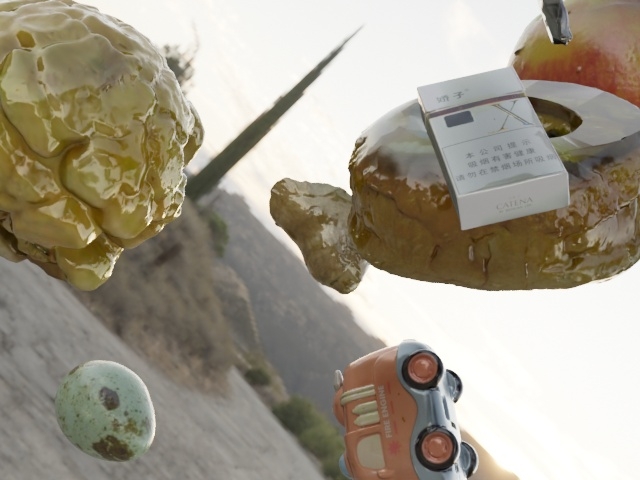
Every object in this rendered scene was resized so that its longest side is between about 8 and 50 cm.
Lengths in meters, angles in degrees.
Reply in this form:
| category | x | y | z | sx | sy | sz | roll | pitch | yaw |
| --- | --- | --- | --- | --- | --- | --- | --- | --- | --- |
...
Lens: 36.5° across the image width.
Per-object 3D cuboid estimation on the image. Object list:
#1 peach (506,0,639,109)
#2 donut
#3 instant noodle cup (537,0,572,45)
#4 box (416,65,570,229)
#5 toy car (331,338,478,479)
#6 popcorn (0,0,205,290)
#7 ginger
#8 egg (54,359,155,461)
| category | x | y | z | sx | sy | sz | roll | pitch | yaw |
| --- | --- | --- | --- | --- | --- | --- | --- | --- | --- |
| peach | 0.460 | -0.213 | 1.555 | 0.370 | 0.370 | 0.370 | 44 | -9 | 9 |
| donut | 0.189 | -0.068 | 1.000 | 0.330 | 0.330 | 0.160 | 37 | -36 | 42 |
| instant noodle cup | 0.181 | -0.287 | 0.567 | 0.258 | 0.181 | 0.303 | -66 | 138 | -69 |
| box | 0.133 | -0.077 | 0.766 | 0.154 | 0.083 | 0.040 | -101 | 175 | -48 |
| toy car | 0.127 | 0.303 | 1.579 | 0.180 | 0.212 | 0.271 | 45 | 33 | -63 |
| popcorn | -0.340 | -0.155 | 1.261 | 0.390 | 0.344 | 0.354 | 49 | -30 | -5 |
| ginger | -0.003 | -0.003 | 1.443 | 0.193 | 0.123 | 0.115 | 30 | -48 | -13 |
| egg | -0.391 | 0.317 | 1.789 | 0.231 | 0.169 | 0.169 | 35 | -13 | 40 |
